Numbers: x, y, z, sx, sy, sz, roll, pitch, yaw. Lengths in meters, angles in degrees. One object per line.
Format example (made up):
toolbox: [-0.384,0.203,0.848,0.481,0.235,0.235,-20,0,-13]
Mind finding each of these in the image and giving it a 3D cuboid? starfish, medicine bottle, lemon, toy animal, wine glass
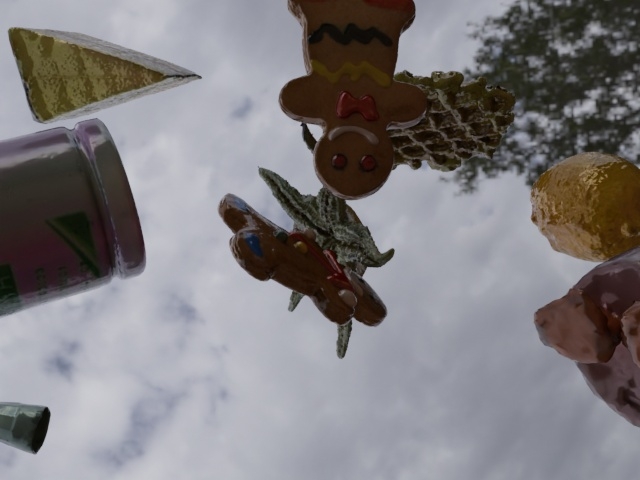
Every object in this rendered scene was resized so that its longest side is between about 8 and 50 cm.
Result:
starfish: [0.002,0.000,1.480,0.078,0.358,0.347,-23,-108,-30]
medicine bottle: [-0.393,-0.012,1.087,0.325,0.212,0.212,-17,-74,-19]
lemon: [0.347,-0.043,1.162,0.142,0.187,0.142,-9,-71,-27]
toy animal: [0.342,0.063,0.848,0.281,0.195,0.169,-32,-62,-40]
wine glass: [-0.486,0.265,1.343,0.073,0.155,0.073,13,-90,-87]

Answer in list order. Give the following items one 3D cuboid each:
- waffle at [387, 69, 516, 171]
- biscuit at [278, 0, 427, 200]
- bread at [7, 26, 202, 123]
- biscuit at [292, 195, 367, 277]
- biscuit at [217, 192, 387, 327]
waffle: [0.166,-0.194,1.512,0.302,0.325,0.068,7,-109,-12]
biscuit: [0.038,-0.168,0.987,0.165,0.036,0.250,4,-101,-8]
bread: [-0.358,-0.309,1.514,0.167,0.264,0.163,-36,-69,-73]
biscuit: [0.020,0.006,1.944,0.033,0.220,0.219,-19,-75,-46]
biscuit: [-0.012,0.036,1.309,0.324,0.205,0.049,34,-73,-34]
